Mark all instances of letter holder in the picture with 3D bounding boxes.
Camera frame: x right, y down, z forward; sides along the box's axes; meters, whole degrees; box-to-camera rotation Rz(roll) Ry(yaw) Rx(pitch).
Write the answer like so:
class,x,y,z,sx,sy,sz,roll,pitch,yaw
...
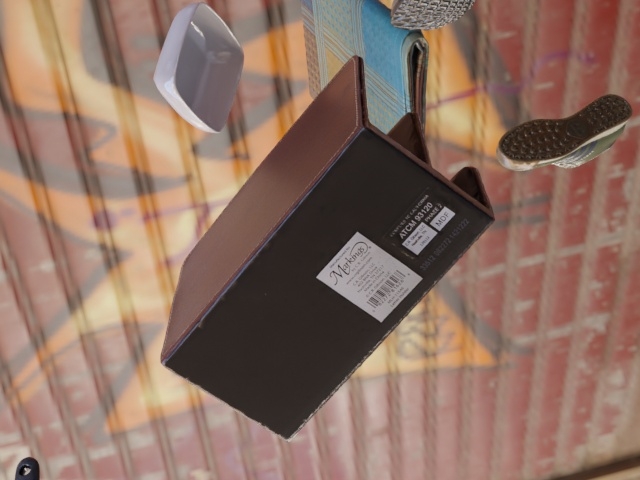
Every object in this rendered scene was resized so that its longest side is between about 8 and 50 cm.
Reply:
class,x,y,z,sx,sy,sz,roll,pitch,yaw
letter holder,0.000,0.000,1.234,0.152,0.302,0.214,34,-158,-18

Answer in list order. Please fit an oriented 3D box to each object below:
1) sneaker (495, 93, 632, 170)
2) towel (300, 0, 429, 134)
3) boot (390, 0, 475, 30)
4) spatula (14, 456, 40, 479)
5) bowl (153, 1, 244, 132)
class,x,y,z,sx,sy,sz,roll,pitch,yaw
sneaker,0.305,-0.117,1.629,0.064,0.192,0.086,59,161,27
towel,0.060,-0.251,1.870,0.370,0.040,0.271,-129,27,-49
boot,0.142,-0.361,1.455,0.246,0.084,0.161,125,144,-57
spatula,-0.318,0.376,1.385,0.030,0.084,0.296,58,-156,-62
bowl,-0.164,-0.223,1.667,0.142,0.053,0.142,48,-129,-55
